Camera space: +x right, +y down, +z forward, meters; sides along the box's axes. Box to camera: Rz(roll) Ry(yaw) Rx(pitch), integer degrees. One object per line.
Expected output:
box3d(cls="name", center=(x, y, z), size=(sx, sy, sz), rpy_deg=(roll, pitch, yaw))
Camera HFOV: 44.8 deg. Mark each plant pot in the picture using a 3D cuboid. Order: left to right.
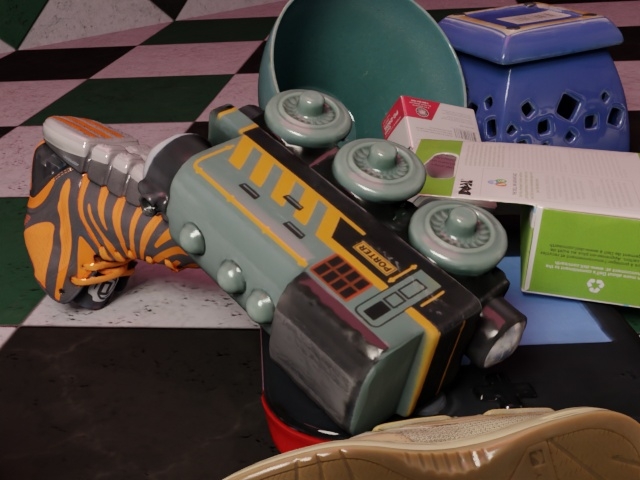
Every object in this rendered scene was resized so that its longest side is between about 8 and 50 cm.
box3d(cls="plant pot", center=(0.031, -0.191, 1.094), size=(0.290, 0.290, 0.195), rpy_deg=(-19, -5, -28))
box3d(cls="plant pot", center=(0.298, -0.229, 1.151), size=(0.235, 0.212, 0.236), rpy_deg=(-13, 27, -17))

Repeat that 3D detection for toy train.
box3d(cls="toy train", center=(0.000, 0.000, 0.625), size=(0.190, 0.142, 0.334), rpy_deg=(-27, 55, -35))

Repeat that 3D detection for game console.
box3d(cls="game console", center=(0.112, 0.068, 0.747), size=(0.341, 0.060, 0.387), rpy_deg=(-6, 27, -3))

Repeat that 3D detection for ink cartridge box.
box3d(cls="ink cartridge box", center=(0.144, -0.094, 0.954), size=(0.109, 0.063, 0.151), rpy_deg=(7, 59, -23))
box3d(cls="ink cartridge box", center=(0.214, -0.029, 0.800), size=(0.255, 0.097, 0.189), rpy_deg=(6, 26, 12))

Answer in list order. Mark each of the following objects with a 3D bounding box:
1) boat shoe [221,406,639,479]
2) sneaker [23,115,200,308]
box3d(cls="boat shoe", center=(0.063, 0.170, 0.512), size=(0.302, 0.109, 0.098), rpy_deg=(-11, -4, -9))
box3d(cls="sneaker", center=(-0.182, 0.006, 0.815), size=(0.321, 0.180, 0.124), rpy_deg=(28, 17, 25))
